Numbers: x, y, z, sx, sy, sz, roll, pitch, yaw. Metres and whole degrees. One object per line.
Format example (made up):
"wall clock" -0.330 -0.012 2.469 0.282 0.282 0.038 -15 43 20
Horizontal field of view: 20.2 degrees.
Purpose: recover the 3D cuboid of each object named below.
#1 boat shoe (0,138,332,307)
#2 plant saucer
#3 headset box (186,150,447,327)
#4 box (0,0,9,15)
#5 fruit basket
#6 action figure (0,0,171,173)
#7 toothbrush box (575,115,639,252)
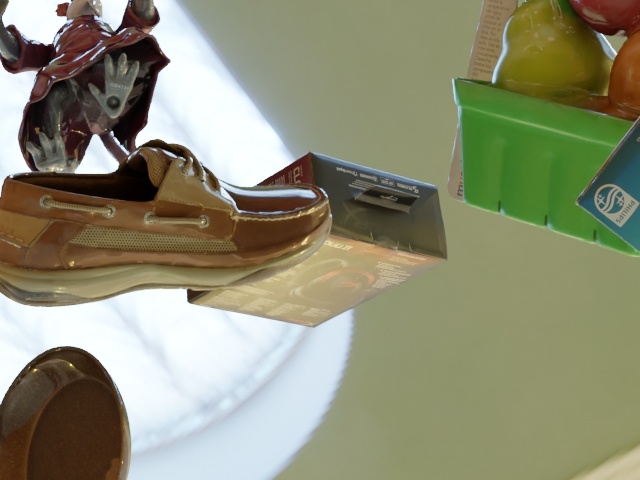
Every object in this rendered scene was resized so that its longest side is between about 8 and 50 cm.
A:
"boat shoe" -0.130 -0.024 1.548 0.324 0.116 0.123 -10 -159 -32
"plant saucer" -0.228 0.195 1.609 0.198 0.036 0.199 -16 -113 42
"headset box" 0.000 0.000 2.244 0.293 0.218 0.110 -29 -122 43
"box" -0.513 -0.273 1.920 0.182 0.296 0.294 11 -108 56
"fruit basket" 0.258 -0.170 1.467 0.327 0.165 0.353 18 -85 44
"action figure" -0.276 -0.217 2.271 0.248 0.276 0.370 -15 -154 -3
"toothbrush box" 0.344 -0.006 1.202 0.126 0.295 0.216 -56 172 25
